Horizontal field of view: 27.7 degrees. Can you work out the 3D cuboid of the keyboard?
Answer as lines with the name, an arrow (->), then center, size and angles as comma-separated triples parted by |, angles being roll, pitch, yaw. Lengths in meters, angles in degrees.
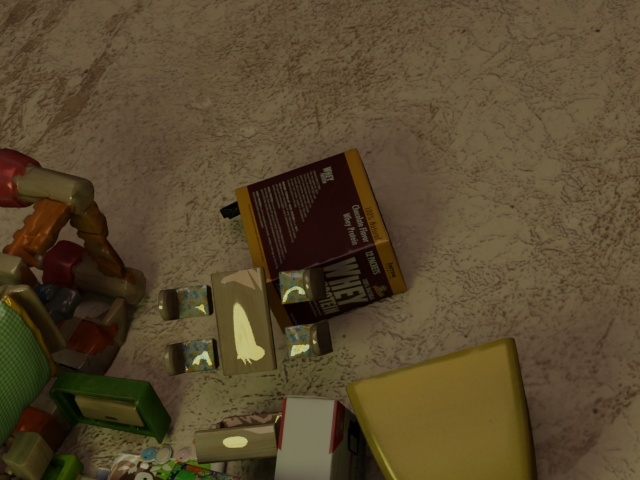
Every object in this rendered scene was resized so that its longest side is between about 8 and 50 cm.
keyboard -> -0.070, -0.078, 2.022 | 0.180, 0.023, 0.108 | -26, 9, -17

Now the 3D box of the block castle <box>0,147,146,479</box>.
block castle -> -0.470, 0.125, 1.839 | 0.212, 0.303, 0.453 | 13, 57, 28

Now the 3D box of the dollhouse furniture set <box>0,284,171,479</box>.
dollhouse furniture set -> -0.345, 0.221, 1.698 | 0.151, 0.301, 0.198 | 7, 52, 24

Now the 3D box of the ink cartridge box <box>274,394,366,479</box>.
ink cartridge box -> 0.003, 0.275, 1.636 | 0.072, 0.175, 0.127 | 1, 72, 16

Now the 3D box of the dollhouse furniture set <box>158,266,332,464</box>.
dollhouse furniture set -> -0.102, 0.159, 1.713 | 0.212, 0.161, 0.242 | -8, 87, 12

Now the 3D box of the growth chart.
growth chart -> -0.244, 0.354, 1.772 | 0.237, 0.021, 0.172 | -9, 50, 10

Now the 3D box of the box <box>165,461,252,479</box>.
box -> -0.107, 0.442, 1.502 | 0.279, 0.177, 0.290 | 2, 51, 46

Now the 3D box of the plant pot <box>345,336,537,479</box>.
plant pot -> 0.169, 0.267, 1.600 | 0.212, 0.212, 0.187 | -16, 62, 5

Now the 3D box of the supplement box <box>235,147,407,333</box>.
supplement box -> 0.000, 0.000, 1.897 | 0.194, 0.129, 0.191 | -19, 50, 3
